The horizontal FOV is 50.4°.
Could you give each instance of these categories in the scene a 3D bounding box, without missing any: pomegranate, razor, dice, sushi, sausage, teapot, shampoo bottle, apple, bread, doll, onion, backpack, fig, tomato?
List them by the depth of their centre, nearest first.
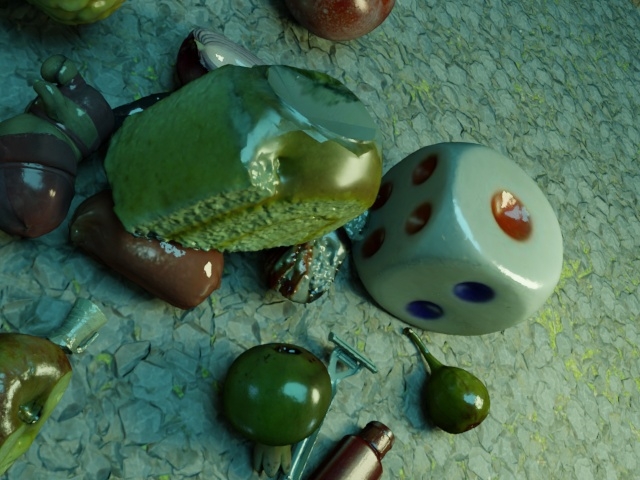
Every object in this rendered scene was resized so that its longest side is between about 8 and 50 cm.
[{"bbox_3d":[-0.411,0.202,0.844,0.160,0.173,0.195,43,47,-17],"label":"apple"},{"bbox_3d":[-0.407,-0.131,0.985,0.152,0.196,0.255,8,57,6],"label":"doll"},{"bbox_3d":[-0.358,0.132,0.998,0.083,0.057,0.067,-51,132,-34],"label":"teapot"},{"bbox_3d":[-0.091,-0.134,1.022,0.395,0.264,0.239,-3,67,-45],"label":"bread"},{"bbox_3d":[-0.258,0.010,1.062,0.254,0.148,0.148,39,52,-24],"label":"sausage"},{"bbox_3d":[-0.074,0.265,1.076,0.179,0.179,0.210,22,70,-28],"label":"pomegranate"},{"bbox_3d":[-0.286,-0.189,1.156,0.165,0.106,0.119,-10,98,-23],"label":"backpack"},{"bbox_3d":[0.036,0.414,1.157,0.102,0.064,0.260,54,49,-3],"label":"shampoo bottle"},{"bbox_3d":[-0.002,0.303,1.193,0.111,0.056,0.277,40,59,-15],"label":"razor"},{"bbox_3d":[-0.142,-0.270,1.273,0.284,0.120,0.227,23,34,-27],"label":"onion"},{"bbox_3d":[0.000,0.000,1.275,0.130,0.124,0.332,49,50,-22],"label":"sushi"},{"bbox_3d":[0.267,0.005,1.351,0.304,0.304,0.276,27,57,-25],"label":"dice"},{"bbox_3d":[0.238,0.274,1.363,0.124,0.124,0.236,-12,55,-40],"label":"fig"},{"bbox_3d":[0.032,-0.569,1.480,0.270,0.227,0.270,10,78,-50],"label":"tomato"}]

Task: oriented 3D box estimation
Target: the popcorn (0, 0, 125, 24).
[{"bbox_3d":[-0.408,-0.532,1.053,0.349,0.349,0.381,39,89,-17],"label":"popcorn"}]
